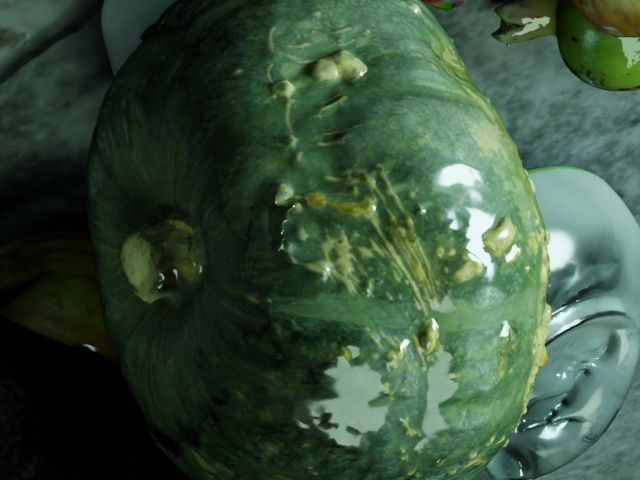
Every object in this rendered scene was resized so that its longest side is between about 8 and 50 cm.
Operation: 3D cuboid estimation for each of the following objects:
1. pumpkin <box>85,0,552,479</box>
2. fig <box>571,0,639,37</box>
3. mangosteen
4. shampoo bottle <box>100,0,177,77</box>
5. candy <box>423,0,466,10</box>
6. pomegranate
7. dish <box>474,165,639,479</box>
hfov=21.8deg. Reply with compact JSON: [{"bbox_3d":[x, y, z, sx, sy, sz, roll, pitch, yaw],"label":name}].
[{"bbox_3d":[0.000,0.000,0.990,0.257,0.328,0.291,-4,131,-34],"label":"pumpkin"},{"bbox_3d":[0.212,-0.244,1.012,0.159,0.159,0.257,-14,109,-10],"label":"fig"},{"bbox_3d":[-0.185,0.166,1.214,0.435,0.382,0.382,-47,151,-22],"label":"mangosteen"},{"bbox_3d":[-0.089,-0.141,1.085,0.108,0.051,0.221,-18,144,-6],"label":"shampoo bottle"},{"bbox_3d":[-0.015,-0.246,0.959,0.365,0.124,0.124,23,126,-30],"label":"candy"},{"bbox_3d":[0.192,-0.161,1.168,0.142,0.114,0.114,3,146,12],"label":"pomegranate"},{"bbox_3d":[0.173,0.105,1.391,0.324,0.124,0.324,-26,138,-26],"label":"dish"}]
